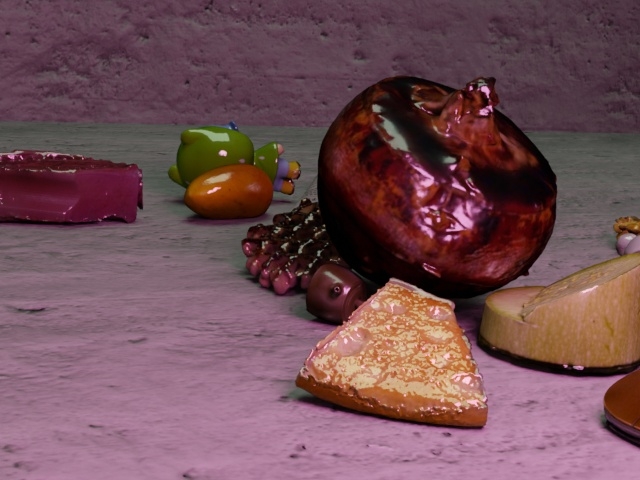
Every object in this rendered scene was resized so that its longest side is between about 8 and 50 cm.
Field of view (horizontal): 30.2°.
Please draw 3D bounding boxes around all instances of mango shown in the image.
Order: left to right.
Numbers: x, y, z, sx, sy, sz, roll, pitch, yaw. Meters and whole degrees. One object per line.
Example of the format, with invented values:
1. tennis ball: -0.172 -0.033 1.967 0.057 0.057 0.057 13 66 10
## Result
1. mango: -0.176 -0.093 2.221 0.141 0.102 0.217 4 8 33

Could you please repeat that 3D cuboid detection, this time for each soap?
1. soap: -0.459 -0.090 2.109 0.289 0.112 0.182 4 14 -5

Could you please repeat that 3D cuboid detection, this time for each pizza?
1. pizza: 0.103 0.141 1.283 0.204 0.081 0.188 20 40 22

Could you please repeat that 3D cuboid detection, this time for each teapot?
1. teapot: 0.031 0.077 1.563 0.068 0.076 0.121 22 -10 30

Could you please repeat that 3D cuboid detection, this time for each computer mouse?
1. computer mouse: 0.447 0.167 1.261 0.310 0.072 0.158 -4 12 -28

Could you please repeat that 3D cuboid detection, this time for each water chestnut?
1. water chestnut: 0.165 -0.088 1.581 0.350 0.302 0.350 20 34 -14

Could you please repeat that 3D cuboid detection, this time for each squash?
1. squash: 0.303 0.085 1.491 0.220 0.133 0.220 -2 11 0

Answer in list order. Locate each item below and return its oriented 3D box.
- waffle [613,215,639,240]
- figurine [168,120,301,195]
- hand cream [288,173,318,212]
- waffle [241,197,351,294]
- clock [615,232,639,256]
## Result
1. waffle: 0.682 -0.001 2.152 0.329 0.062 0.329 3 11 0
2. figurine: -0.169 -0.150 2.377 0.263 0.162 0.143 12 32 -25
3. hand cream: 0.025 -0.079 2.266 0.139 0.089 0.314 5 16 9
4. waffle: 0.000 0.000 1.769 0.234 0.056 0.221 -24 30 -9
5. clock: 0.538 0.031 1.760 0.199 0.147 0.243 16 21 29
